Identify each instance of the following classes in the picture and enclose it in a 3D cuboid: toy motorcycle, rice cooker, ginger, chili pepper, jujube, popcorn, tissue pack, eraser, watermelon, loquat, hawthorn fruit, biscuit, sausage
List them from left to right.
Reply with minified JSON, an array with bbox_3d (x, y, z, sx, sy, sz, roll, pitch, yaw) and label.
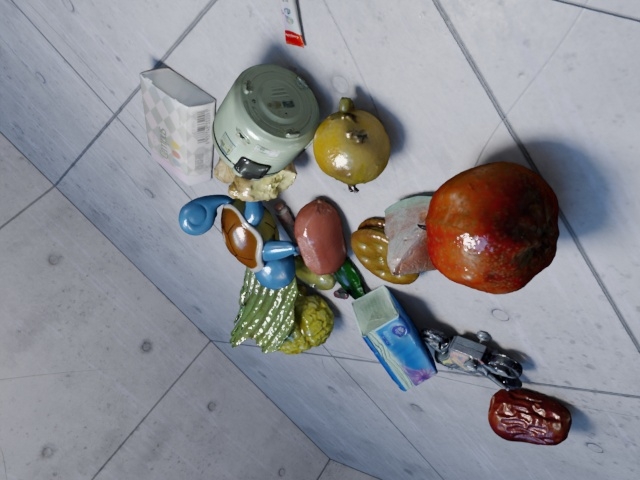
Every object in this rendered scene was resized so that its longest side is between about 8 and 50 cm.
[{"bbox_3d":[-0.433,-0.332,1.569,0.213,0.082,0.397,36,151,7],"label":"eraser"},{"bbox_3d":[-0.187,-0.192,1.370,0.276,0.221,0.130,4,145,35],"label":"ginger"},{"bbox_3d":[-0.130,-0.265,1.185,0.226,0.226,0.244,45,148,-10],"label":"rice cooker"},{"bbox_3d":[-0.082,0.303,1.905,0.258,0.224,0.270,23,103,25],"label":"popcorn"},{"bbox_3d":[0.000,0.000,1.487,0.148,0.148,0.254,14,143,37],"label":"sausage"},{"bbox_3d":[0.091,0.127,1.636,0.216,0.062,0.108,45,150,-15],"label":"chili pepper"},{"bbox_3d":[0.066,-0.210,1.111,0.172,0.149,0.204,17,130,36],"label":"loquat"},{"bbox_3d":[0.181,0.033,1.400,0.220,0.066,0.220,30,153,17],"label":"biscuit"},{"bbox_3d":[0.227,0.299,1.576,0.263,0.146,0.198,56,-172,-24],"label":"tissue pack"},{"bbox_3d":[0.243,0.003,1.213,0.207,0.202,0.136,52,-172,-16],"label":"watermelon"},{"bbox_3d":[0.441,0.342,1.503,0.307,0.108,0.173,20,154,29],"label":"toy motorcycle"},{"bbox_3d":[0.299,-0.027,0.999,0.300,0.254,0.254,7,138,48],"label":"hawthorn fruit"},{"bbox_3d":[0.613,0.525,1.506,0.230,0.155,0.155,4,136,39],"label":"jujube"}]

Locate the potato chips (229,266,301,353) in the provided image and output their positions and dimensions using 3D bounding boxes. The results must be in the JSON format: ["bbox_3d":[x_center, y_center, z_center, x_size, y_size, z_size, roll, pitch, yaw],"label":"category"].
[{"bbox_3d":[-0.220,0.207,1.866,0.097,0.389,0.373,17,166,-39],"label":"potato chips"}]

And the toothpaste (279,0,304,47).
[{"bbox_3d":[-0.065,-0.471,1.014,0.048,0.031,0.190,22,149,22],"label":"toothpaste"}]

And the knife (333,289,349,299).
[{"bbox_3d":[0.064,0.184,1.718,0.035,0.018,0.247,47,169,-1],"label":"knife"}]

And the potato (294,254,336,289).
[{"bbox_3d":[-0.027,0.113,1.729,0.188,0.085,0.105,30,149,25],"label":"potato"}]

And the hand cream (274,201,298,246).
[{"bbox_3d":[-0.097,-0.041,1.641,0.067,0.043,0.209,15,148,36],"label":"hand cream"}]

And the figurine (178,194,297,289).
[{"bbox_3d":[-0.207,-0.031,1.553,0.416,0.243,0.298,39,171,-27],"label":"figurine"}]
